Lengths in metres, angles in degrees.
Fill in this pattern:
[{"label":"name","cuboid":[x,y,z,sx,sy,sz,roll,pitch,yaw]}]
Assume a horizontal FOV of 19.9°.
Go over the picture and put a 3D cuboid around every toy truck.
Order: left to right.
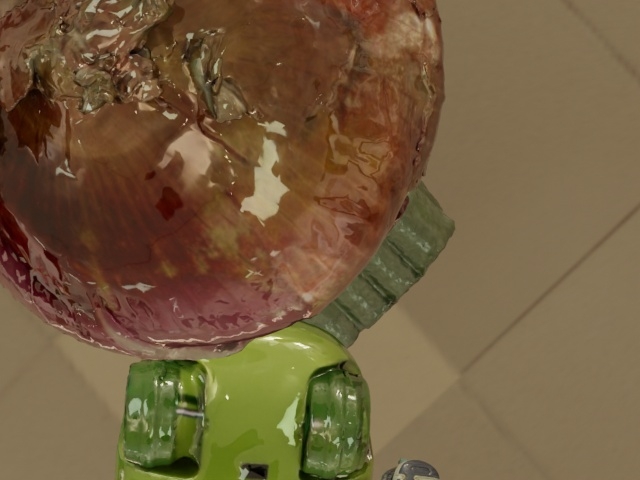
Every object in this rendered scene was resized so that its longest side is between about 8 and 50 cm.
[{"label":"toy truck","cuboid":[-0.048,0.129,1.088,0.148,0.210,0.187,3,95,-6]}]

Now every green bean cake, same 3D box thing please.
[{"label":"green bean cake","cuboid":[0.000,0.000,1.437,0.183,0.185,0.094,-41,123,6]}]

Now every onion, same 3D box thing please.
[{"label":"onion","cuboid":[-0.069,-0.063,0.736,0.230,0.163,0.230,2,95,25]}]

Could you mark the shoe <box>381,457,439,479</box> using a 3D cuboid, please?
[{"label":"shoe","cuboid":[0.079,0.293,1.867,0.064,0.071,0.143,10,87,-21]}]
